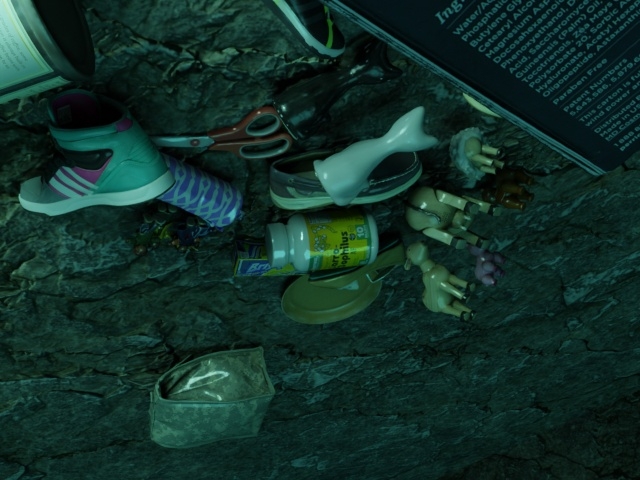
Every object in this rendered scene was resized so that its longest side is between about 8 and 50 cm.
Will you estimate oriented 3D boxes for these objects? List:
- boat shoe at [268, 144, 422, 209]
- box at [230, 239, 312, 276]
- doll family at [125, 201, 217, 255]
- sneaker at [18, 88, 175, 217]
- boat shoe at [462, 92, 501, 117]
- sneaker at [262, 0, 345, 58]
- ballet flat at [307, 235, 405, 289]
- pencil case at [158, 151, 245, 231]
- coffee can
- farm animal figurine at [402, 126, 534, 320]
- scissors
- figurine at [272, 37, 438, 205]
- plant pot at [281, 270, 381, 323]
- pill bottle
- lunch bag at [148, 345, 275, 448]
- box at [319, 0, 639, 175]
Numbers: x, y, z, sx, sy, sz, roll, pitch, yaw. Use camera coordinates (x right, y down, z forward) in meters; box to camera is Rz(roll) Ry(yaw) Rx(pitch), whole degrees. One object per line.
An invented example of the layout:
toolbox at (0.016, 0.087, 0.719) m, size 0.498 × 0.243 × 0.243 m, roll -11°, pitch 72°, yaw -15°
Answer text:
boat shoe at (0.045, -0.126, 1.283) m, size 0.285 × 0.102 × 0.092 m, roll -9°, pitch 147°, yaw 0°
box at (-0.096, 0.036, 1.470) m, size 0.169 × 0.054 × 0.059 m, roll 0°, pitch 139°, yaw -20°
doll family at (-0.270, -0.015, 1.326) m, size 0.193 × 0.076 × 0.111 m, roll 5°, pitch 133°, yaw -30°
sneaker at (-0.380, -0.137, 1.092) m, size 0.296 × 0.123 × 0.178 m, roll -6°, pitch 120°, yaw 26°
boat shoe at (0.398, -0.291, 1.204) m, size 0.341 × 0.121 × 0.110 m, roll -14°, pitch 139°, yaw -20°
sneaker at (-0.019, -0.346, 0.992) m, size 0.097 × 0.084 × 0.235 m, roll -35°, pitch 139°, yaw 20°
ballet flat at (0.086, 0.066, 1.510) m, size 0.232 × 0.080 × 0.073 m, roll -23°, pitch 108°, yaw -17°
pencil case at (-0.232, -0.087, 1.234) m, size 0.206 × 0.086 × 0.088 m, roll 26°, pitch 100°, yaw -40°
coffee can at (-0.445, -0.249, 0.855) m, size 0.275 × 0.201 × 0.201 m, roll -18°, pitch 143°, yaw 2°
farm animal figurine at (0.256, -0.029, 1.394) m, size 0.327 × 0.172 × 0.330 m, roll 30°, pitch 87°, yaw -55°
scissors at (-0.195, -0.162, 1.210) m, size 0.297 × 0.021 × 0.109 m, roll -13°, pitch 143°, yaw -6°
figurine at (0.064, -0.195, 1.161) m, size 0.209 × 0.092 × 0.214 m, roll -30°, pitch 110°, yaw 8°
plant pot at (0.023, 0.114, 1.633) m, size 0.236 × 0.032 × 0.236 m, roll -10°, pitch 143°, yaw -8°
pill bottle at (0.000, 0.000, 1.409) m, size 0.209 × 0.117 × 0.117 m, roll -5°, pitch 141°, yaw -14°
lunch bag at (-0.285, 0.394, 1.759) m, size 0.287 × 0.169 × 0.235 m, roll -5°, pitch 142°, yaw -22°
box at (0.154, -0.382, 0.687) m, size 0.472 × 0.479 × 0.297 m, roll 18°, pitch 130°, yaw -37°
